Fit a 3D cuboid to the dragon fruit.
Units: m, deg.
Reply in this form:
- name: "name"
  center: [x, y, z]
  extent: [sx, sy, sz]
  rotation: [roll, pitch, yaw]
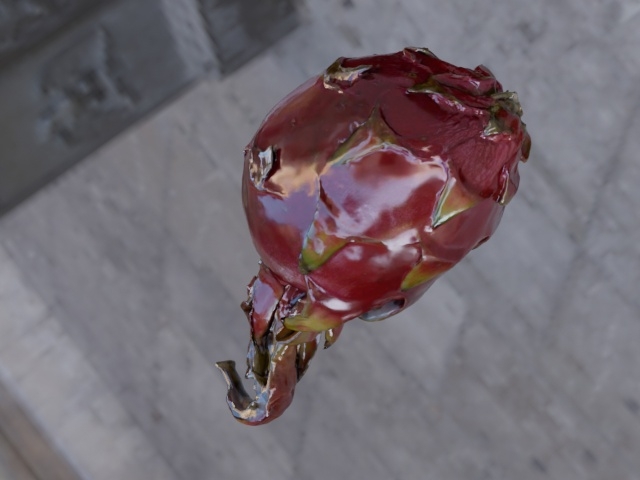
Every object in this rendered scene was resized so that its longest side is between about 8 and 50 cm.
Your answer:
- name: "dragon fruit"
  center: [0.000, 0.000, 0.668]
  extent: [0.094, 0.094, 0.190]
  rotation: [49, 127, 10]
